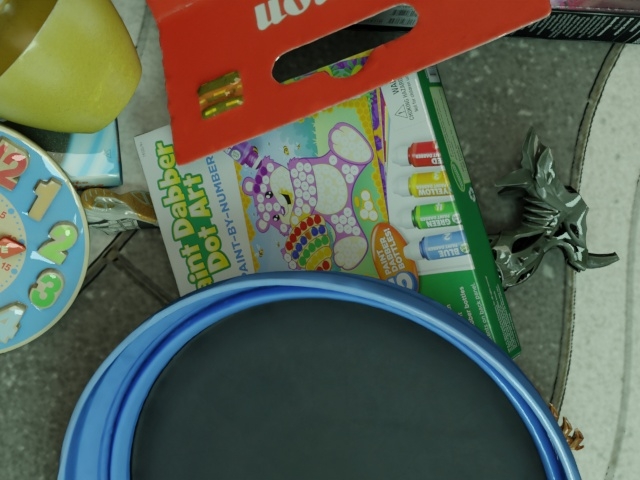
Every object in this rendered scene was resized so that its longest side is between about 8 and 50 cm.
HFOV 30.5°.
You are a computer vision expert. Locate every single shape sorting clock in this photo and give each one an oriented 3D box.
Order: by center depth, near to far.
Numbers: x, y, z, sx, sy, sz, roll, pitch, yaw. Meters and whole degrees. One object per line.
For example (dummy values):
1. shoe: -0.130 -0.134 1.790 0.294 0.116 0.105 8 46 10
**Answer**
1. shape sorting clock: -0.283 0.001 0.907 0.206 0.040 0.206 -3 110 -8

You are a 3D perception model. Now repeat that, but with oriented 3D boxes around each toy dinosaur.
1. toy dinosaur: 0.112 0.021 0.957 0.218 0.164 0.322 -34 106 7

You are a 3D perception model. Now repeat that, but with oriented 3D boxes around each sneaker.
1. sneaker: -0.162 -0.021 0.971 0.083 0.037 0.032 10 46 -24

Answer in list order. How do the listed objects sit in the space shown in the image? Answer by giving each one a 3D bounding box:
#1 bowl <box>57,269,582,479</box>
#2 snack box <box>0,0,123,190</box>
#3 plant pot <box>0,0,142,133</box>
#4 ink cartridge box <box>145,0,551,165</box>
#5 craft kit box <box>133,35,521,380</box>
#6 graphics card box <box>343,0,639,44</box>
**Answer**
1. bowl: 0.001 0.205 0.853 0.391 0.077 0.391 4 105 15
2. snack box: -0.270 -0.196 0.962 0.187 0.060 0.321 -6 84 -7
3. plant pot: -0.192 -0.134 0.880 0.095 0.134 0.134 37 79 -32
4. ink cartridge box: -0.028 -0.285 0.865 0.308 0.091 0.385 -20 67 21
5. craft kit box: 0.000 0.000 0.902 0.247 0.061 0.249 -17 89 28
6. graphics card box: 0.137 -0.295 1.001 0.371 0.094 0.232 3 83 -4
